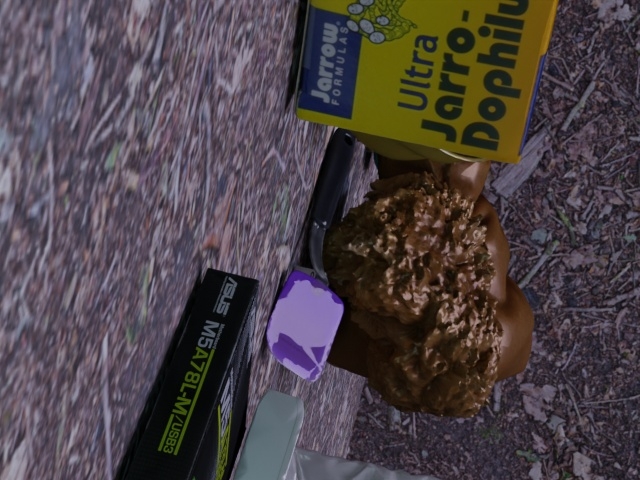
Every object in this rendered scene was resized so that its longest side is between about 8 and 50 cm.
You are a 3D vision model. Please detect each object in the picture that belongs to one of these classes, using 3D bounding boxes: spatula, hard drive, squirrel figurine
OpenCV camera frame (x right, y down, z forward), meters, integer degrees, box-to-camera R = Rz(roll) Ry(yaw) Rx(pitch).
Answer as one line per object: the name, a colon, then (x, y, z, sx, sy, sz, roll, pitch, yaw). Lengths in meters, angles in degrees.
spatula: (0.000, 0.000, 1.438, 0.030, 0.084, 0.296, -22, -135, 39)
hard drive: (-0.067, 0.241, 1.171, 0.307, 0.040, 0.203, 107, 1, -77)
squirrel figurine: (0.135, -0.006, 1.645, 0.397, 0.281, 0.370, -70, 165, -73)

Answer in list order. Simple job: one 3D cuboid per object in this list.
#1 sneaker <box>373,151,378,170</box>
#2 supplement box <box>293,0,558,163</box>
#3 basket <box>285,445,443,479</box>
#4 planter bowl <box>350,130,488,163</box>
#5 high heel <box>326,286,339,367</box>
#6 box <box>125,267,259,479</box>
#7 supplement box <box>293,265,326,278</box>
sneaker: (0.142, -0.213, 1.947, 0.178, 0.123, 0.296, -94, -163, -78)
supplement box: (0.117, -0.256, 1.211, 0.356, 0.195, 0.194, -69, 168, -51)
basket: (0.057, 0.447, 1.564, 0.328, 0.331, 0.266, -74, 177, -65)
planter bowl: (0.077, -0.148, 1.381, 0.090, 0.217, 0.217, -36, -160, 34)
high heel: (0.110, 0.018, 2.042, 0.377, 0.127, 0.181, -64, 178, -49)
box: (-0.088, 0.148, 0.960, 0.191, 0.045, 0.184, 98, 10, -48)
supplement box: (-0.019, 0.079, 1.476, 0.098, 0.036, 0.062, 93, 12, -59)
